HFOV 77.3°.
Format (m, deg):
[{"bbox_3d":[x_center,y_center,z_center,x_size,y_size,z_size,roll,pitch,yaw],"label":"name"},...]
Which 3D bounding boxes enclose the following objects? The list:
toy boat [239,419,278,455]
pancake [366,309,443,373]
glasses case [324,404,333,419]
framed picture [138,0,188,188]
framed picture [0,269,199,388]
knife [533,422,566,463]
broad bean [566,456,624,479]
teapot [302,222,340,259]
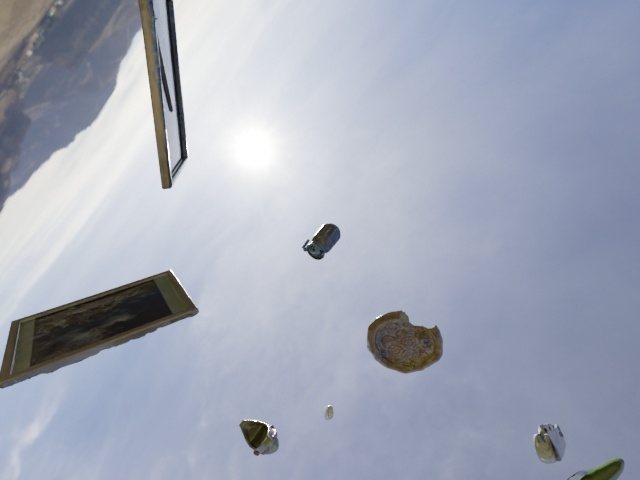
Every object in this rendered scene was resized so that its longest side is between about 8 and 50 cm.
[{"bbox_3d":[-0.167,0.554,1.125,0.185,0.071,0.089,-10,-144,54],"label":"toy boat"},{"bbox_3d":[0.252,0.311,1.204,0.029,0.235,0.212,-65,170,-66],"label":"pancake"},{"bbox_3d":[0.021,0.451,1.047,0.083,0.021,0.032,103,-12,-61],"label":"glasses case"},{"bbox_3d":[-0.266,-0.270,0.699,0.232,0.024,0.315,-116,-153,-66],"label":"framed picture"},{"bbox_3d":[-0.369,0.133,0.681,0.281,0.019,0.209,-20,-155,-28],"label":"framed picture"},{"bbox_3d":[0.531,0.457,0.920,0.041,0.265,0.073,-23,-120,27],"label":"knife"},{"bbox_3d":[0.372,0.435,0.630,0.297,0.060,0.043,-34,-105,-14],"label":"broad bean"},{"bbox_3d":[0.001,-0.003,0.868,0.063,0.049,0.083,28,-129,18],"label":"teapot"}]
